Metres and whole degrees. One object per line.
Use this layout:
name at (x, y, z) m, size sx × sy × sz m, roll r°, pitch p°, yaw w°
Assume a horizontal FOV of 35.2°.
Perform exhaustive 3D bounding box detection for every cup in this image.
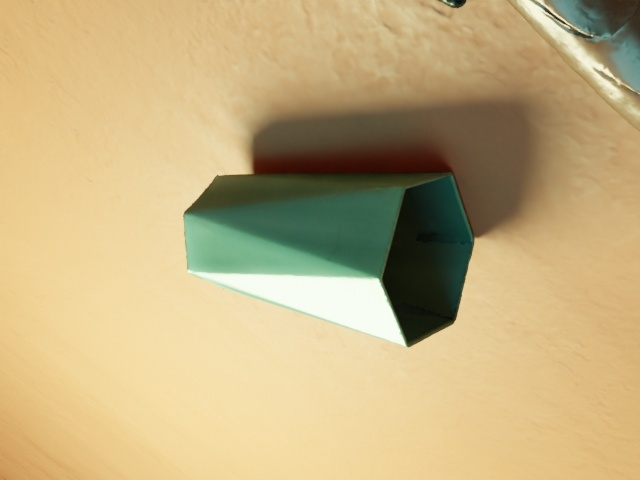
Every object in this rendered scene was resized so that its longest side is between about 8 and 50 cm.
cup at (0.000, 0.000, 0.885) m, size 0.236 × 0.148 × 0.134 m, roll 9°, pitch 104°, yaw 38°

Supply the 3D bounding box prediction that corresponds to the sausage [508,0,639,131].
sausage at (0.114, -0.203, 0.596) m, size 0.433 × 0.088 × 0.088 m, roll 46°, pitch 143°, yaw -13°

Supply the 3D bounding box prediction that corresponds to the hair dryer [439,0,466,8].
hair dryer at (-0.007, -0.230, 0.689) m, size 0.248 × 0.070 × 0.114 m, roll 34°, pitch 144°, yaw -12°
